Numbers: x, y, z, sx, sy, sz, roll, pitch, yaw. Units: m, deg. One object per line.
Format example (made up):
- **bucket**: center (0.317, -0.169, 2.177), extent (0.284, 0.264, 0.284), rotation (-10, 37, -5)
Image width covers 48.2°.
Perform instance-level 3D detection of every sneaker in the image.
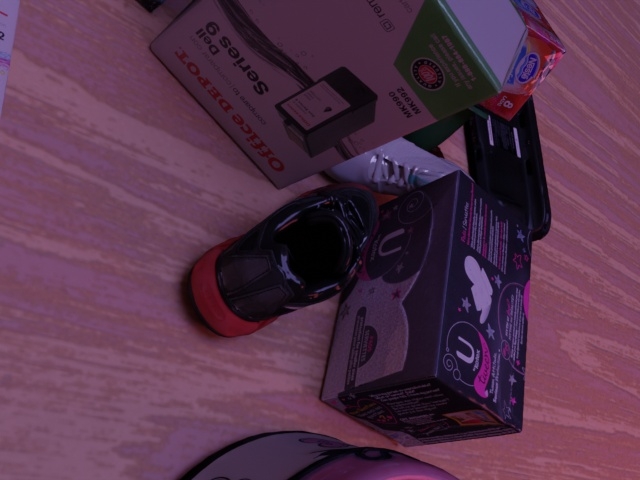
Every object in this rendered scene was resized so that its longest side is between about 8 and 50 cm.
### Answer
- **sneaker**: center (0.000, 0.001, 0.705), extent (0.276, 0.135, 0.098), rotation (-33, 97, -50)
- **sneaker**: center (0.105, -0.078, 0.841), extent (0.212, 0.094, 0.080), rotation (13, 107, -22)

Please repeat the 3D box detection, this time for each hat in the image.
- **hat**: center (0.111, -0.132, 0.968), extent (0.173, 0.184, 0.208), rotation (19, 21, -33)

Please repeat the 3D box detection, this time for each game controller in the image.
- **game controller**: center (0.298, -0.157, 1.163), extent (0.166, 0.067, 0.319), rotation (11, 65, -29)

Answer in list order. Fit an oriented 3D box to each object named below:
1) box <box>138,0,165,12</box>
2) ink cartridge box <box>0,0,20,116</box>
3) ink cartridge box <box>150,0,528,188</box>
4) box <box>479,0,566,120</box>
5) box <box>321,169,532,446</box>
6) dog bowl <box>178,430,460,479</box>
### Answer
- **box**: center (-0.101, -0.350, 0.725), extent (0.044, 0.159, 0.233), rotation (41, 47, -30)
- **ink cartridge box**: center (-0.284, -0.140, 0.512), extent (0.104, 0.061, 0.181), rotation (19, 60, -42)
- **ink cartridge box**: center (0.011, -0.193, 0.683), extent (0.211, 0.289, 0.122), rotation (48, 48, -22)
- **box**: center (0.233, -0.294, 1.011), extent (0.128, 0.123, 0.257), rotation (26, 32, -15)
- **box**: center (0.118, 0.076, 0.778), extent (0.142, 0.163, 0.247), rotation (36, 51, -29)
- **dog bowl**: center (0.030, 0.353, 0.559), extent (0.408, 0.150, 0.408), rotation (18, 62, -38)
